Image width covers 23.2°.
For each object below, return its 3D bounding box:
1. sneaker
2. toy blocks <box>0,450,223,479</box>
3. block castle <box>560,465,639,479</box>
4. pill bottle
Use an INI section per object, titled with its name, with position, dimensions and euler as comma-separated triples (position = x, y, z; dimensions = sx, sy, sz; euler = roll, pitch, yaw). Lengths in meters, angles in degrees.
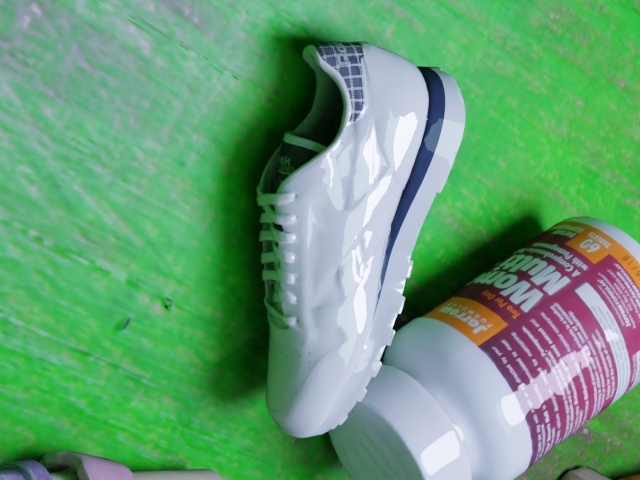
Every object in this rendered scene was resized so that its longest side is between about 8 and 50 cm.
[sneaker]
position = 0.000, 0.000, 0.906
dimensions = 0.095, 0.090, 0.235
euler = 12, 99, -31
[toy blocks]
position = -0.101, 0.284, 0.781
dimensions = 0.260, 0.309, 0.288
euler = 9, 103, -50
[block castle]
position = 0.310, 0.394, 1.268
dimensions = 0.303, 0.213, 0.453
euler = -7, 115, -39
[pill bottle]
position = 0.118, 0.084, 1.012
dimensions = 0.221, 0.121, 0.121
euler = -32, 128, -27
